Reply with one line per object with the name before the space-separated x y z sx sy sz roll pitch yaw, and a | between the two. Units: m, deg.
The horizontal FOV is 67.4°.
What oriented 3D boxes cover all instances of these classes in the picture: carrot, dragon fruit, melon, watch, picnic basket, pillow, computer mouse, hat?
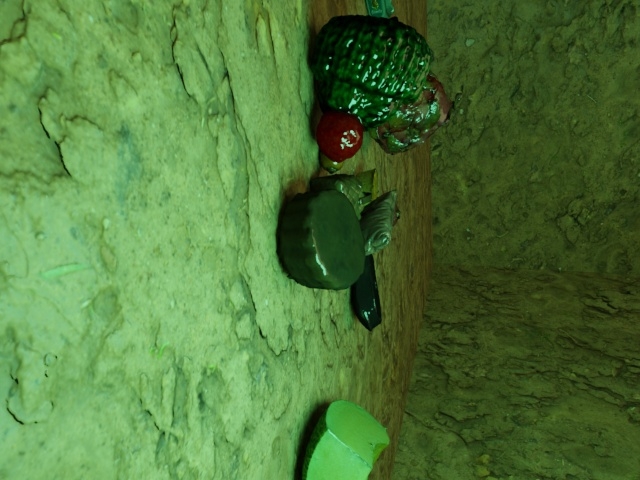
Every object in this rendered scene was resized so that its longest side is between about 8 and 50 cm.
carrot | 0.039 -0.278 1.258 0.067 0.067 0.225 53 41 -61
dragon fruit | 0.258 -0.481 1.596 0.263 0.314 0.296 42 18 -31
melon | 0.075 0.585 1.274 0.343 0.226 0.332 11 70 -84
watch | 0.196 -0.863 1.640 0.237 0.068 0.195 63 32 -48
picnic basket | 0.058 -0.103 1.235 0.178 0.128 0.138 -21 114 -59
pillow | 0.106 -0.020 1.288 0.084 0.236 0.223 47 34 -19
computer mouse | 0.146 0.158 1.602 0.168 0.087 0.296 55 29 -65
hat | 0.096 -0.343 1.147 0.242 0.274 0.333 3 107 -61

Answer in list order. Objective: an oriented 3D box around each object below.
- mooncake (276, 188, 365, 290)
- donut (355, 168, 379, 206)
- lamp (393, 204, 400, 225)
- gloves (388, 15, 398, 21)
mooncake | 0.000 0.000 1.060 0.228 0.124 0.228 16 70 -52
donut | 0.151 -0.119 1.571 0.141 0.085 0.217 -65 150 -46
lamp | 0.268 -0.104 1.894 0.107 0.092 0.108 3 90 -70
gloves | 0.259 -0.697 1.777 0.164 0.124 0.203 -62 150 -7
